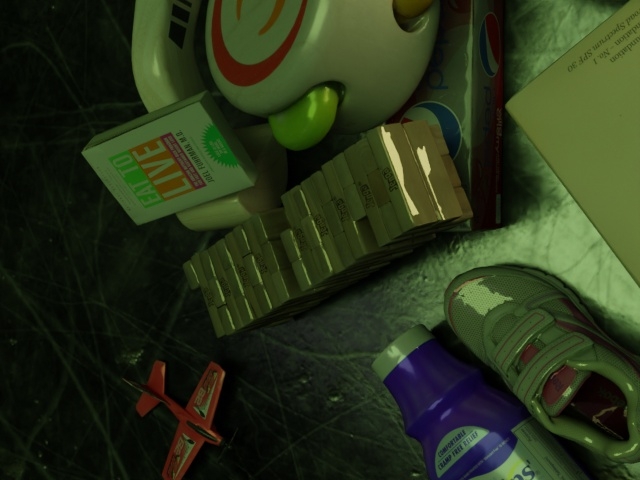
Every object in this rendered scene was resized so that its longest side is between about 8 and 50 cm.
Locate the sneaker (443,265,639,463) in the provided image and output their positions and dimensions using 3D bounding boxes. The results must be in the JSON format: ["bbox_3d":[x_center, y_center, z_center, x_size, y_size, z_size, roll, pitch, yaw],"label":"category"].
[{"bbox_3d":[0.212,0.106,1.040,0.252,0.111,0.103,33,107,22],"label":"sneaker"}]

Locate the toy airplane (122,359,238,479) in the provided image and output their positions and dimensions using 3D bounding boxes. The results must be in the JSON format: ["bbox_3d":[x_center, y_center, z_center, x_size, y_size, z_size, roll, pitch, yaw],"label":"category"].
[{"bbox_3d":[-0.153,0.189,1.276,0.151,0.028,0.151,1,91,27],"label":"toy airplane"}]

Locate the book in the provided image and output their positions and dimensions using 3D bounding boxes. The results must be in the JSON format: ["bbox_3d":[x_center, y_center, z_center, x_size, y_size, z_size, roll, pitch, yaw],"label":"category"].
[{"bbox_3d":[-0.139,-0.075,1.099,0.144,0.035,0.096,-18,117,31],"label":"book"}]

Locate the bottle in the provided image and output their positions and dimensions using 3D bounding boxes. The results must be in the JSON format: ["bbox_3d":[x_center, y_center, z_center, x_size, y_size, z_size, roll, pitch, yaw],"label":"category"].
[{"bbox_3d":[0.160,0.203,1.081,0.118,0.092,0.283,-46,73,22],"label":"bottle"}]

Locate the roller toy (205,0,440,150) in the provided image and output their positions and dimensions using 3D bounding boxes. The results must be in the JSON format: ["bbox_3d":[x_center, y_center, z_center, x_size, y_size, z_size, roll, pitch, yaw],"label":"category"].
[{"bbox_3d":[0.005,-0.195,1.024,0.191,0.146,0.209,46,118,46],"label":"roller toy"}]

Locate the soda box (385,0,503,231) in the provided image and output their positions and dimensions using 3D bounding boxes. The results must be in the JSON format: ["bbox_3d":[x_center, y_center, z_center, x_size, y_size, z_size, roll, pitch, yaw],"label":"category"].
[{"bbox_3d":[0.116,-0.140,1.092,0.092,0.083,0.263,2,93,29],"label":"soda box"}]

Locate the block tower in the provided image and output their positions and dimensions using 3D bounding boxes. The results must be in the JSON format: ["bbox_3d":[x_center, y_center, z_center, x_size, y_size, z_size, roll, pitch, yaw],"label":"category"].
[{"bbox_3d":[0.000,0.000,1.084,0.335,0.091,0.097,-30,77,50],"label":"block tower"}]

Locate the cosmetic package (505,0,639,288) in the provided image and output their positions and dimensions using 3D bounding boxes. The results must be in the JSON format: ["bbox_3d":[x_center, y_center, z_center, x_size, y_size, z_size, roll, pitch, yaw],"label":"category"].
[{"bbox_3d":[0.309,-0.034,0.954,0.160,0.113,0.309,-41,65,18],"label":"cosmetic package"}]

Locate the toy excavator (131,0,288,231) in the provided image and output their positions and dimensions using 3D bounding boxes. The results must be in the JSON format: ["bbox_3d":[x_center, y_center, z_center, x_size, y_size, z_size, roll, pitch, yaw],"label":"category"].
[{"bbox_3d":[-0.158,-0.282,1.128,0.222,0.433,0.445,-6,62,27],"label":"toy excavator"}]
